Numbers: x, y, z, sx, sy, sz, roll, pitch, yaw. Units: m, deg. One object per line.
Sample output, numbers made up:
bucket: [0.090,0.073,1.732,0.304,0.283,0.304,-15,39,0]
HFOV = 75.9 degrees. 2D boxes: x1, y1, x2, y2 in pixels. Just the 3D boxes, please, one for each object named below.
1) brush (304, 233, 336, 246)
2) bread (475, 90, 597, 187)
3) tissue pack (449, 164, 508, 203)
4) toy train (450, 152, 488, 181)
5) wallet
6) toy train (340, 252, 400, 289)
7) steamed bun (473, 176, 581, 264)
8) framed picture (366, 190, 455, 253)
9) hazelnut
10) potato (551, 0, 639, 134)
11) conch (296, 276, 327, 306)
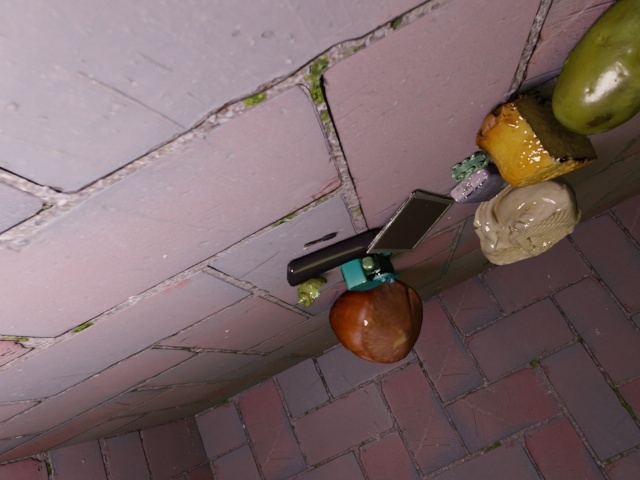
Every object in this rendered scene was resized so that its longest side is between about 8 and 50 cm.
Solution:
brush: [0.000,0.000,0.963,0.084,0.008,0.024,-20,161,-14]
bread: [0.405,-0.183,0.797,0.261,0.160,0.147,-16,164,-43]
tissue pack: [0.423,-0.146,1.057,0.157,0.051,0.112,-9,151,-39]
toy train: [0.336,-0.165,0.928,0.083,0.033,0.053,-33,162,19]
wallet: [0.029,0.051,1.079,0.251,0.044,0.149,-22,163,-15]
toy train: [0.152,0.091,1.242,0.155,0.107,0.198,-25,162,21]
steamed bun: [0.593,-0.083,1.219,0.276,0.203,0.289,-21,147,12]
framed picture: [0.241,-0.042,1.080,0.253,0.014,0.197,1,132,-51]
hazelnut: [0.210,0.299,1.566,0.374,0.314,0.372,1,175,0]
potato: [0.488,-0.288,0.652,0.253,0.148,0.186,-51,165,31]
conch: [-0.021,0.147,1.201,0.121,0.074,0.089,-38,-156,-33]
